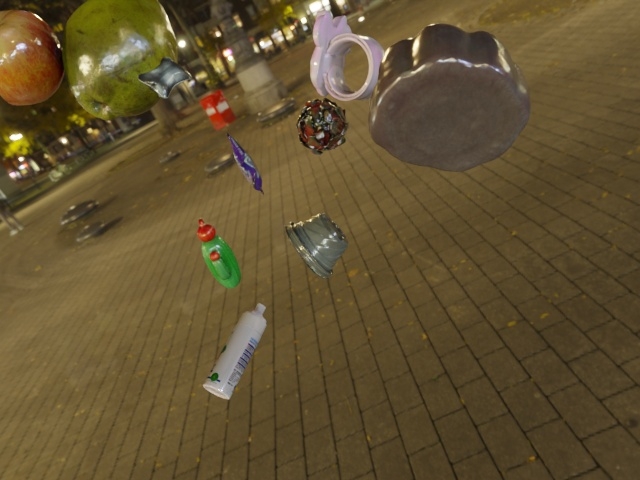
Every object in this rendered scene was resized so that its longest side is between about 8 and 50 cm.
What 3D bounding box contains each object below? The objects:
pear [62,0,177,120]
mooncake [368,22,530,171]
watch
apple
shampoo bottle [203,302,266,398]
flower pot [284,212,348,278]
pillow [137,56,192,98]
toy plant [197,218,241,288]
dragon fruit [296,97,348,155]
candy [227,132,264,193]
[{"bbox_3d":[-0.637,-0.593,1.519,0.352,0.352,0.413,5,79,53],"label":"pear"},{"bbox_3d":[0.244,-0.272,0.932,0.306,0.306,0.154,-15,50,27],"label":"mooncake"},{"bbox_3d":[0.096,-0.556,1.462,0.218,0.248,0.211,20,24,27],"label":"watch"},{"bbox_3d":[-0.873,-0.555,1.456,0.163,0.251,0.293,-4,50,-1],"label":"apple"},{"bbox_3d":[-0.246,0.325,1.460,0.092,0.092,0.303,-5,48,42],"label":"shampoo bottle"},{"bbox_3d":[0.000,0.000,1.588,0.140,0.235,0.235,-40,21,11],"label":"flower pot"},{"bbox_3d":[-0.423,-0.447,1.304,0.091,0.055,0.135,22,53,15],"label":"pillow"},{"bbox_3d":[-0.310,0.052,1.455,0.088,0.240,0.154,-21,58,-4],"label":"toy plant"},{"bbox_3d":[0.005,-0.372,1.546,0.182,0.182,0.189,-38,5,-23],"label":"dragon fruit"},{"bbox_3d":[-0.316,-0.324,2.019,0.070,0.275,0.145,-29,-11,-3],"label":"candy"}]
